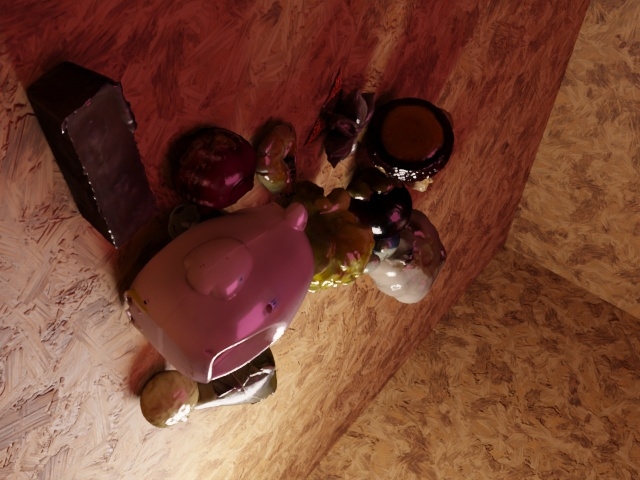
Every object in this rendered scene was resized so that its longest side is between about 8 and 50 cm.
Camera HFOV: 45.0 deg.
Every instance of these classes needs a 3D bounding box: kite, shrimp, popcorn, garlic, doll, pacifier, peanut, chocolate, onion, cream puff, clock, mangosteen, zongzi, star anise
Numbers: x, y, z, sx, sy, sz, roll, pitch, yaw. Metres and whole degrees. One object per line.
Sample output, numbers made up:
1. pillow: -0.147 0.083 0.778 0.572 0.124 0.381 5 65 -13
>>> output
1. kite: 0.029 -0.313 1.874 0.222 0.008 0.125 -64 160 14
2. shrimp: -0.088 -0.170 1.746 0.145 0.061 0.267 -61 157 -19
3. popcorn: 0.002 -0.006 1.882 0.276 0.276 0.225 -53 173 -14
4. garlic: 0.285 0.048 2.563 0.322 0.241 0.322 -29 137 -30
5. doll: 0.129 0.023 2.317 0.228 0.154 0.258 -22 175 37
6. pacifier: -0.263 -0.037 1.539 0.083 0.064 0.068 -40 134 -39
7. peanut: -0.351 0.373 1.811 0.141 0.109 0.159 -29 143 0
8. chocolate: -0.346 -0.131 1.188 0.112 0.112 0.321 -46 156 -25
9. onion: -0.195 -0.112 1.486 0.173 0.135 0.198 -41 151 -37
10. cream puff: 0.239 -0.264 2.079 0.239 0.239 0.165 -54 173 -12
11. clock: -0.170 0.101 1.559 0.377 0.250 0.368 -39 168 -24
12. mangosteen: 0.164 -0.104 2.179 0.210 0.210 0.210 -45 154 -29
13. zongzi: -0.253 0.401 2.065 0.300 0.145 0.274 -32 155 -17
14. star anise: 0.063 -0.276 1.890 0.212 0.073 0.197 -63 167 11

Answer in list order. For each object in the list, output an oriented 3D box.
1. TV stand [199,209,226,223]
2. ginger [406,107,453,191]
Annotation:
1. TV stand: -0.196 -0.021 1.728 0.049 0.040 0.256 -58 158 -2
2. ginger: 0.303 -0.287 2.279 0.126 0.190 0.354 -25 -159 40
